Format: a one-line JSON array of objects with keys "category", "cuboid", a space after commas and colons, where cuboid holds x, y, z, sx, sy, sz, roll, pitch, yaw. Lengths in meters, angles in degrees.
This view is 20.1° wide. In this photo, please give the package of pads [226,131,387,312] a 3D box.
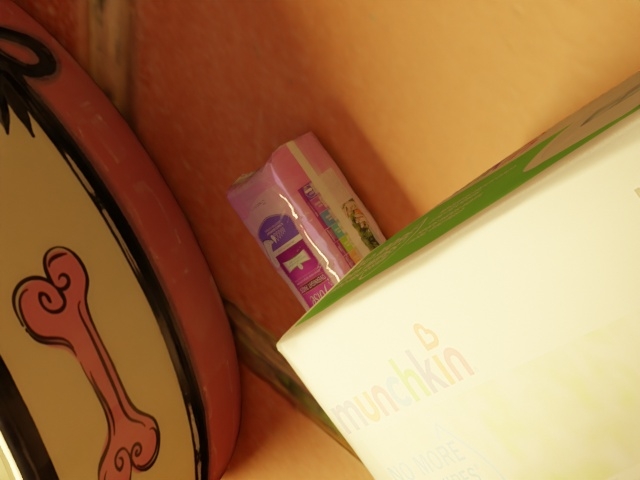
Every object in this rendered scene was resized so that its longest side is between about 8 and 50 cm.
[{"category": "package of pads", "cuboid": [0.000, 0.000, 0.749, 0.083, 0.032, 0.050, 55, 151, -1]}]

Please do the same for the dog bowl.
[{"category": "dog bowl", "cuboid": [-0.208, 0.032, 0.945, 0.408, 0.150, 0.408, 34, 143, 31]}]

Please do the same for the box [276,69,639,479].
[{"category": "box", "cuboid": [0.146, 0.053, 0.521, 0.231, 0.127, 0.262, 53, 149, -2]}]
